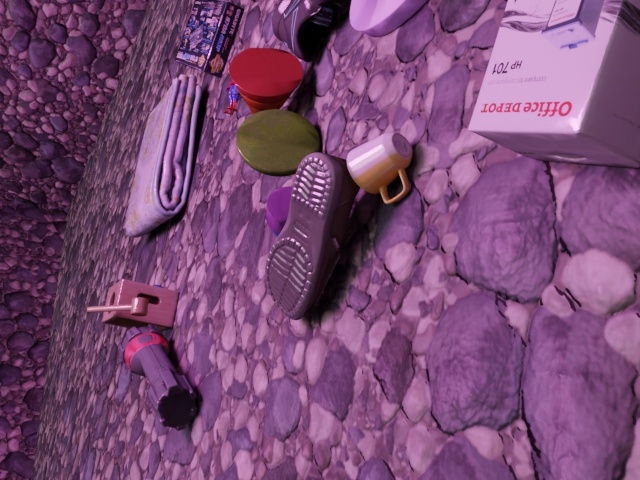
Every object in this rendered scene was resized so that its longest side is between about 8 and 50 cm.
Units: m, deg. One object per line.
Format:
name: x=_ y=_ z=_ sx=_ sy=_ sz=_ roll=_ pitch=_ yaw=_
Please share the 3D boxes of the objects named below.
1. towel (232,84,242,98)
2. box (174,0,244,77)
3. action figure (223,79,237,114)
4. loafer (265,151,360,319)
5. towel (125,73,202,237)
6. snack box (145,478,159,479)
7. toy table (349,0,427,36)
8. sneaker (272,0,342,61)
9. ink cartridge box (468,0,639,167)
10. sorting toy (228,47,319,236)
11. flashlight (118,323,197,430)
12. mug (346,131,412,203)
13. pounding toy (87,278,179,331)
towel: x=-0.141 y=-0.334 z=1.412 sx=0.119 sy=0.029 sz=0.067 roll=-10 pitch=67 yaw=62
box: x=-0.281 y=-0.509 z=1.727 sx=0.220 sy=0.051 sz=0.175 roll=33 pitch=105 yaw=54
action figure: x=-0.190 y=-0.334 z=1.512 sx=0.038 sy=0.030 sz=0.115 roll=-27 pitch=50 yaw=63
loafer: x=0.000 y=0.000 z=0.906 sx=0.094 sy=0.087 sz=0.251 roll=45 pitch=130 yaw=32
towel: x=-0.405 y=-0.209 z=1.799 sx=0.320 sy=0.090 sz=0.374 roll=-23 pitch=56 yaw=61
snack box: x=-0.221 y=0.489 z=1.068 sx=0.322 sy=0.060 sz=0.187 roll=-16 pitch=61 yaw=60
toy table: x=0.069 y=-0.397 z=0.892 sx=0.274 sy=0.161 sz=0.252 roll=-47 pitch=37 yaw=41
sneaker: x=0.013 y=-0.408 z=1.105 sx=0.267 sy=0.101 sz=0.106 roll=-59 pitch=43 yaw=40
ink cartridge box: x=0.216 y=-0.165 z=0.562 sx=0.140 sy=0.082 sz=0.190 roll=20 pitch=92 yaw=64
sorting toy: x=-0.074 y=-0.142 z=1.111 sx=0.126 sy=0.127 sz=0.365 roll=101 pitch=161 yaw=-56
flashlight: x=-0.314 y=0.263 z=1.345 sx=0.103 sy=0.103 sz=0.304 roll=-58 pitch=32 yaw=1
mug: x=0.080 y=-0.092 z=0.828 sx=0.064 sy=0.078 sz=0.062 roll=-33 pitch=14 yaw=41
pounding toy: x=-0.401 y=0.127 z=1.486 sx=0.206 sy=0.181 sz=0.094 roll=-24 pitch=54 yaw=57
